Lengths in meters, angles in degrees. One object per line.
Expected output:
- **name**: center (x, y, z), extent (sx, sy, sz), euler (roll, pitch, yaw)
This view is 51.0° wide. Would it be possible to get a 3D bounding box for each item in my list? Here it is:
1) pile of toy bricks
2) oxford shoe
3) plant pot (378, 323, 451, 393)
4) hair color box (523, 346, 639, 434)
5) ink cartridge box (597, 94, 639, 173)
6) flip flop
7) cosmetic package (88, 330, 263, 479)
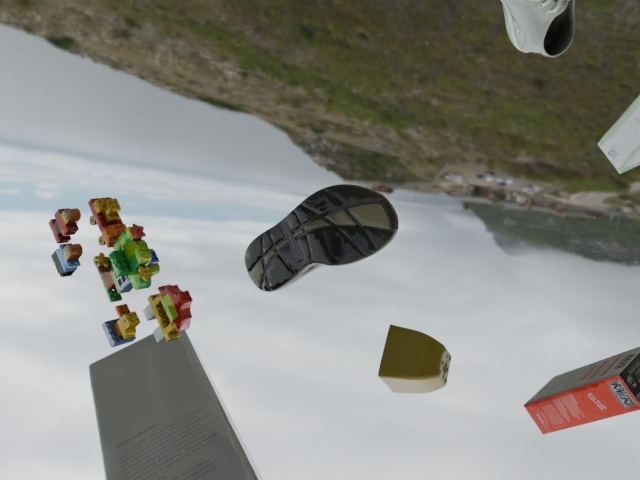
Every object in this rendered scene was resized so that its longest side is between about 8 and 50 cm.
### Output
- **pile of toy bricks**: center (-0.238, 0.022, 0.816), extent (0.118, 0.212, 0.105), euler (-11, 157, -50)
- **oxford shoe**: center (0.434, -0.526, 1.362), extent (0.130, 0.169, 0.449), euler (37, 180, 35)
- **plant pot**: center (0.143, 0.178, 0.978), extent (0.083, 0.081, 0.081), euler (4, 153, 28)
- **hair color box**: center (0.300, 0.166, 0.739), extent (0.072, 0.043, 0.141), euler (-27, 170, -35)
- **ink cartridge box**: center (0.441, -0.183, 0.751), extent (0.171, 0.056, 0.235), euler (-22, 159, -17)
- **flip flop**: center (0.000, 0.000, 0.965), extent (0.277, 0.112, 0.080), euler (-30, 169, 40)
- **cosmetic package**: center (-0.172, 0.315, 0.899), extent (0.162, 0.230, 0.453), euler (-27, -154, -13)
